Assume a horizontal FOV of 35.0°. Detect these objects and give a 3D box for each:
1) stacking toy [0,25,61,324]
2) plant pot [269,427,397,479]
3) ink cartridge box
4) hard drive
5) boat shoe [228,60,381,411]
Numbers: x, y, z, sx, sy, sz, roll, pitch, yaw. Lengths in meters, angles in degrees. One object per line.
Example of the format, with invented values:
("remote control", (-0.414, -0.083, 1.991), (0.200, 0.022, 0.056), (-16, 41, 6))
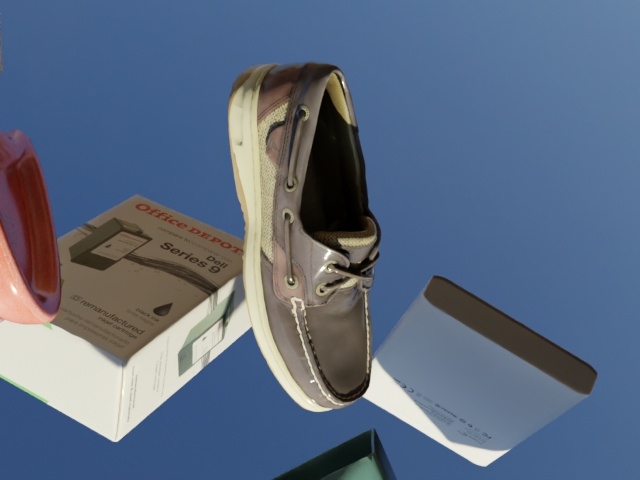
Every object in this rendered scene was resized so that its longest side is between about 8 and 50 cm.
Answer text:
("stacking toy", (-0.266, -0.074, 0.581), (0.130, 0.309, 0.280), (-15, -105, -2))
("plant pot", (0.037, 0.346, 1.053), (0.234, 0.165, 0.165), (62, -178, 3))
("ink cartridge box", (-0.229, 0.076, 1.204), (0.211, 0.122, 0.289), (23, -147, 19))
("hard drive", (0.191, 0.189, 1.370), (0.233, 0.353, 0.047), (31, -118, 3))
("boat shoe", (0.000, 0.000, 0.793), (0.102, 0.092, 0.285), (-17, -79, -46))
